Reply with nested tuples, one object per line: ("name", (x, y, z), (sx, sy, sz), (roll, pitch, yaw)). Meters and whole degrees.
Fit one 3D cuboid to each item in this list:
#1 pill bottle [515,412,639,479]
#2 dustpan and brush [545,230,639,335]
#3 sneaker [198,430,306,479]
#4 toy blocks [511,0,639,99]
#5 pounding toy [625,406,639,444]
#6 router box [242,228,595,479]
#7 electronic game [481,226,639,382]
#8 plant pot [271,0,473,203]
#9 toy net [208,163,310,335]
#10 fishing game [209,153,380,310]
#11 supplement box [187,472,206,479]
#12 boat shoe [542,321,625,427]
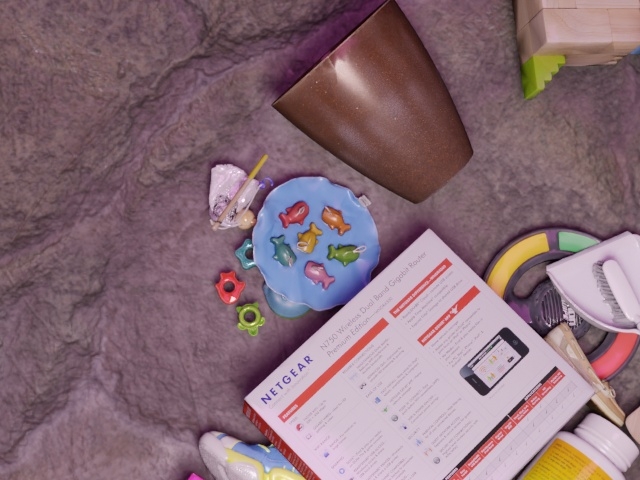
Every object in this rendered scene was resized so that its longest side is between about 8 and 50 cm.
("pill bottle", (0.312, 0.329, 1.735), (0.117, 0.117, 0.215), (41, 79, 6))
("dustpan and brush", (0.409, 0.094, 1.775), (0.147, 0.060, 0.211), (-22, 76, -15))
("sneaker", (-0.037, 0.300, 1.753), (0.240, 0.091, 0.126), (36, 60, 5))
("toy blocks", (0.398, -0.394, 1.883), (0.260, 0.191, 0.381), (-2, 77, -15))
("pounding toy", (0.500, 0.229, 1.793), (0.154, 0.155, 0.270), (-3, 66, 25))
("router box", (0.124, 0.203, 1.707), (0.335, 0.082, 0.301), (-41, 79, -16))
("electronic game", (0.325, 0.094, 1.823), (0.229, 0.048, 0.229), (1, 77, -3))
("plant pot", (0.089, -0.167, 1.803), (0.215, 0.215, 0.230), (-43, 97, -10))
("toy net", (-0.102, 0.010, 1.823), (0.122, 0.045, 0.232), (-26, 79, -6))
("fishing game", (0.000, 0.000, 1.801), (0.264, 0.041, 0.189), (41, 65, -4))
("supplement box", (-0.101, 0.400, 1.703), (0.220, 0.114, 0.111), (33, 79, 6))
("boat shoe", (0.351, 0.177, 1.767), (0.048, 0.056, 0.153), (-40, 81, -7))
